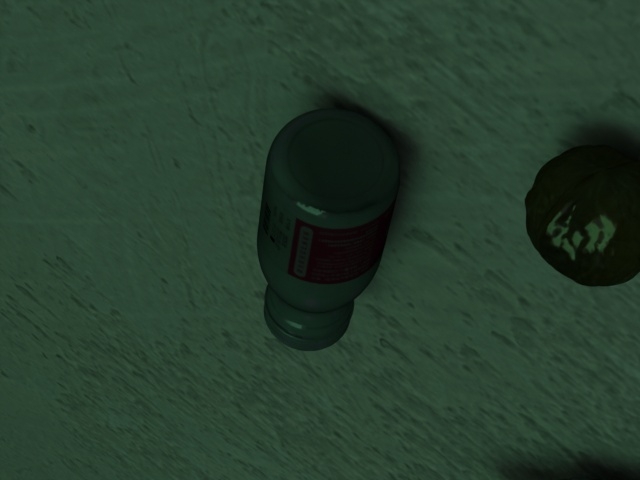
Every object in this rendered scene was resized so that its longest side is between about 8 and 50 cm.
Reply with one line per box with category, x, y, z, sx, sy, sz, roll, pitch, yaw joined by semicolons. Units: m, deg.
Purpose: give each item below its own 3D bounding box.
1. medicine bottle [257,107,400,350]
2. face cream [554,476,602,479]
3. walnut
medicine bottle;0.000;0.000;1.309;0.090;0.090;0.217;33;152;12
face cream;0.203;0.229;1.391;0.251;0.101;0.101;6;138;45
walnut;0.163;-0.015;1.109;0.092;0.092;0.092;29;150;18
